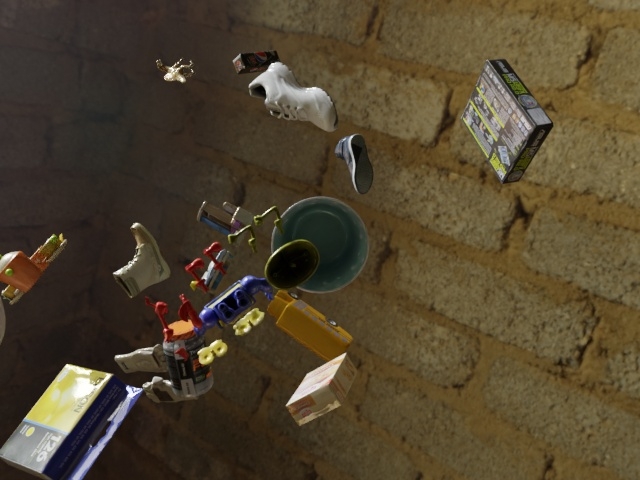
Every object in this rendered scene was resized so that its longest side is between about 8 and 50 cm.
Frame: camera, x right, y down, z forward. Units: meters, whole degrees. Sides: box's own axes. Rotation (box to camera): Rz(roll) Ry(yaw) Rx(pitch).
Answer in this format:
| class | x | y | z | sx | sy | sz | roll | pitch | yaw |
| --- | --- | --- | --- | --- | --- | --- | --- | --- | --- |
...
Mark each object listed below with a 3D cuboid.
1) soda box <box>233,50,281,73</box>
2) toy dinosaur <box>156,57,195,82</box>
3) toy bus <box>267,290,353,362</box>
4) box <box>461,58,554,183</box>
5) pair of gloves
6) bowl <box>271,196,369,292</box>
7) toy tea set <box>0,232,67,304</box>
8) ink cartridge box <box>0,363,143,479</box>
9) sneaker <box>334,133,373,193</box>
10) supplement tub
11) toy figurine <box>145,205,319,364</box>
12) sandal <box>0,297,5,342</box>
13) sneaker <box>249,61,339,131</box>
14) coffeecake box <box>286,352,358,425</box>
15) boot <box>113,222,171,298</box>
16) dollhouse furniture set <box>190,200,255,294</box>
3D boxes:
| class | x | y | z | sx | sy | sz | roll | pitch | yaw |
| --- | --- | --- | --- | --- | --- | --- | --- | --- | --- |
| soda box | -0.225 | -0.637 | 1.976 | 0.168 | 0.053 | 0.060 | -24 | 3 | -42 |
| toy dinosaur | -0.422 | -0.501 | 1.661 | 0.092 | 0.053 | 0.183 | -36 | 51 | -20 |
| toy bus | -0.046 | 0.315 | 2.027 | 0.332 | 0.108 | 0.130 | 34 | 13 | 10 |
| box | 0.501 | -0.326 | 1.515 | 0.060 | 0.216 | 0.270 | -10 | 56 | -15 |
| pair of gloves | -0.517 | 0.433 | 1.768 | 0.204 | 0.240 | 0.042 | -17 | 27 | 30 |
| bowl | 0.000 | 0.000 | 1.810 | 0.311 | 0.312 | 0.163 | 15 | 13 | -3 |
| toy tea set | -0.893 | 0.074 | 1.641 | 0.124 | 0.336 | 0.200 | 41 | 48 | -21 |
| ink cartridge box | -0.696 | 0.503 | 1.538 | 0.307 | 0.072 | 0.304 | -2 | 42 | 33 |
| sneaker | 0.127 | -0.295 | 2.137 | 0.086 | 0.226 | 0.163 | -13 | 12 | -21 |
| supplement tub | -0.366 | 0.324 | 1.522 | 0.116 | 0.191 | 0.117 | -7 | 18 | 2 |
| toy figurine | -0.193 | 0.103 | 1.237 | 0.191 | 0.362 | 0.217 | 50 | -14 | -1 |
| sandal | -0.857 | 0.269 | 1.290 | 0.169 | 0.417 | 0.102 | 19 | 15 | -15 |
| sneaker | -0.073 | -0.370 | 1.511 | 0.297 | 0.111 | 0.129 | 37 | 62 | 27 |
| coffeecake box | 0.008 | 0.394 | 1.472 | 0.068 | 0.142 | 0.185 | 57 | 20 | -2 |
| boot | -0.610 | 0.065 | 1.820 | 0.165 | 0.213 | 0.077 | -33 | 11 | -34 |
| dollhouse furniture set | -0.420 | 0.026 | 2.084 | 0.198 | 0.304 | 0.286 | 28 | -21 | -6 |
